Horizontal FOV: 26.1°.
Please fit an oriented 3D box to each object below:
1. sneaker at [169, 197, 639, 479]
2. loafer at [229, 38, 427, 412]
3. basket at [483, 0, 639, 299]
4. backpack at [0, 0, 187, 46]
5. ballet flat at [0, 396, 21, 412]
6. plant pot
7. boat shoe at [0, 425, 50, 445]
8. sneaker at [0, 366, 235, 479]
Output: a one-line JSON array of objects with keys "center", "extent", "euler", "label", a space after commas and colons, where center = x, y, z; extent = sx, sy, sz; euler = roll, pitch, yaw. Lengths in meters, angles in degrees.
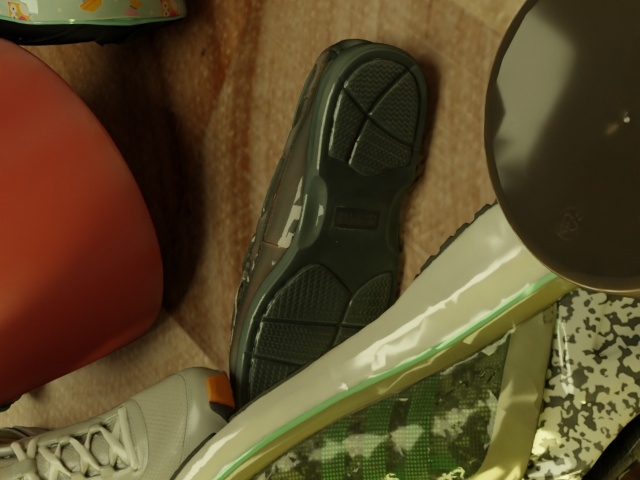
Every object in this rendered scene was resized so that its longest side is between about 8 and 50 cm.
[{"center": [0.064, 0.134, 0.703], "extent": [0.410, 0.158, 0.182], "euler": [-43, 64, 17], "label": "sneaker"}, {"center": [0.000, 0.000, 0.896], "extent": [0.084, 0.096, 0.268], "euler": [37, 112, 63], "label": "loafer"}, {"center": [0.188, -0.046, 0.569], "extent": [0.154, 0.227, 0.204], "euler": [-30, 68, 44], "label": "basket"}, {"center": [-0.193, -0.215, 1.036], "extent": [0.188, 0.166, 0.144], "euler": [22, 112, 42], "label": "backpack"}, {"center": [-0.363, 0.047, 1.276], "extent": [0.316, 0.107, 0.106], "euler": [30, 105, 42], "label": "ballet flat"}, {"center": [-0.291, 0.022, 1.020], "extent": [0.275, 0.243, 0.275], "euler": [31, 141, 30], "label": "plant pot"}, {"center": [-0.218, 0.221, 1.095], "extent": [0.302, 0.094, 0.109], "euler": [12, 97, 54], "label": "boat shoe"}, {"center": [-0.160, 0.160, 0.900], "extent": [0.262, 0.121, 0.099], "euler": [-41, 44, 33], "label": "sneaker"}]
